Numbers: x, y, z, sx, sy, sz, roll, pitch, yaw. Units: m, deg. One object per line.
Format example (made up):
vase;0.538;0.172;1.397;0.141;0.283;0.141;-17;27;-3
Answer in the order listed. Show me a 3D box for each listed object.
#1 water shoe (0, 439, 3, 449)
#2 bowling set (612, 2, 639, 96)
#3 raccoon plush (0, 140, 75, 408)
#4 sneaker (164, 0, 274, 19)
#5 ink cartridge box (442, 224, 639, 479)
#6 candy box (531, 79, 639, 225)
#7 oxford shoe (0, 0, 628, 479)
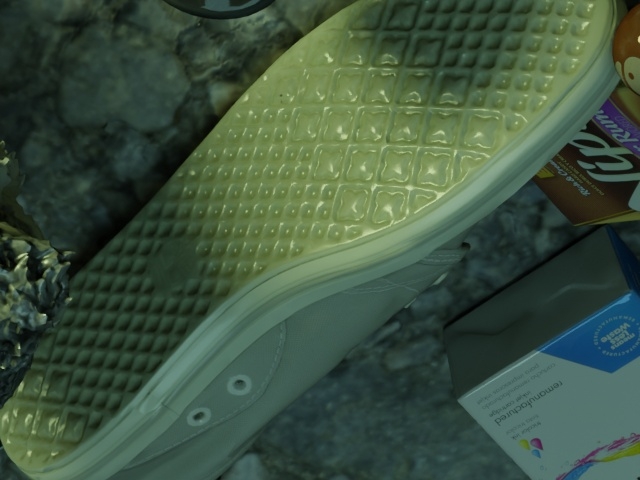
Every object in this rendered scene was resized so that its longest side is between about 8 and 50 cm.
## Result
water shoe;-0.289;0.116;1.119;0.203;0.080;0.073;11;122;-12
bowling set;0.192;-0.176;0.849;0.287;0.199;0.154;3;168;14
raccoon plush;-0.327;-0.029;0.826;0.446;0.299;0.216;7;124;-37
sneaker;-0.027;-0.248;0.900;0.098;0.135;0.276;14;98;-1
ink cartridge box;0.201;0.116;1.170;0.134;0.078;0.231;-35;120;16
candy box;0.190;-0.065;1.003;0.109;0.053;0.187;44;152;-28
oxford shoe;0.000;0.000;1.037;0.449;0.169;0.130;-41;137;18
